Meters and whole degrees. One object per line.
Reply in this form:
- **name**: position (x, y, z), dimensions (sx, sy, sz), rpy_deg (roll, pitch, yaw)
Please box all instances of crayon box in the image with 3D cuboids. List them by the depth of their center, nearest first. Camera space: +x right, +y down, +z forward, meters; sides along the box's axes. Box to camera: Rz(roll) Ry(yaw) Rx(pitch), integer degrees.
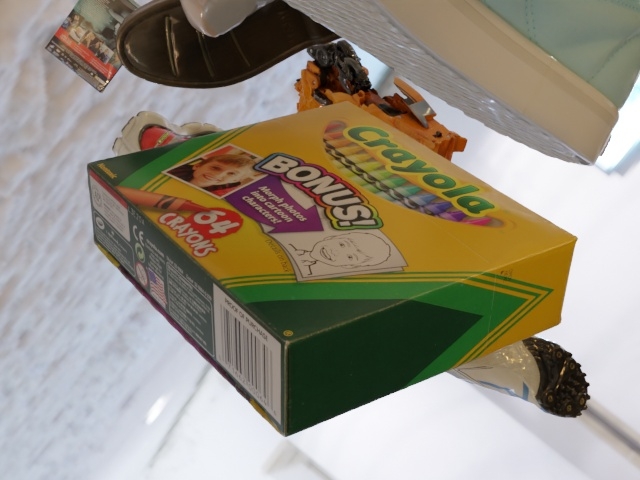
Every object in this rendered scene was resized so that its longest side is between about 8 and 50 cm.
- **crayon box**: position (0.000, 0.000, 1.114), dimensions (0.313, 0.363, 0.106), rpy_deg (-18, 126, -30)

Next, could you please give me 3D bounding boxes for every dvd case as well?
- **dvd case**: position (-0.262, -0.245, 1.396), dimensions (0.119, 0.087, 0.013), rpy_deg (-47, -170, 28)

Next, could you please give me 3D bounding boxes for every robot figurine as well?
- **robot figurine**: position (0.066, -0.148, 1.597), dimensions (0.085, 0.291, 0.211), rpy_deg (-17, 135, -34)

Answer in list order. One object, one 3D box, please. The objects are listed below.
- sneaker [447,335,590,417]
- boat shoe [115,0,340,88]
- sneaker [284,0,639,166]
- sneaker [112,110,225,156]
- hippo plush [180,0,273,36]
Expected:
- **sneaker**: position (0.220, 0.146, 1.410), dimensions (0.085, 0.237, 0.086), rpy_deg (-68, -163, -12)
- **boat shoe**: position (-0.074, -0.249, 1.290), dimensions (0.104, 0.307, 0.111), rpy_deg (-112, -170, -57)
- **sneaker**: position (0.051, -0.174, 0.597), dimensions (0.366, 0.135, 0.150), rpy_deg (27, 89, -43)
- **sneaker**: position (-0.185, -0.100, 1.678), dimensions (0.107, 0.118, 0.279), rpy_deg (-51, 158, 17)
- **hippo plush**: position (-0.073, -0.376, 1.153), dimensions (0.294, 0.237, 0.234), rpy_deg (-24, 154, -13)
